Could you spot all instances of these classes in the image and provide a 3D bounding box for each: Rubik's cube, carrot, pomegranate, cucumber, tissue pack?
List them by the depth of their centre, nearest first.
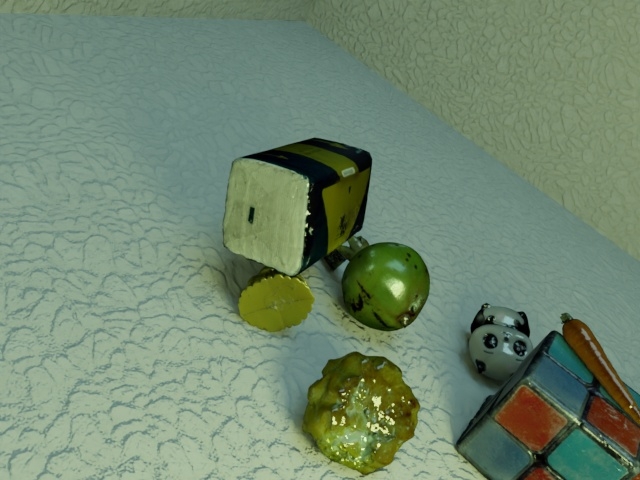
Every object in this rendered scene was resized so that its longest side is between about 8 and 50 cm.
[{"bbox_3d":[0.687,0.313,1.509,0.069,0.069,0.336,8,43,-32],"label":"carrot"},{"bbox_3d":[0.589,0.472,1.548,0.318,0.313,0.316,40,32,16],"label":"Rubik's cube"},{"bbox_3d":[-0.046,-0.110,1.633,0.253,0.264,0.416,18,23,20],"label":"tissue pack"},{"bbox_3d":[0.164,0.109,1.769,0.260,0.260,0.340,-7,42,-45],"label":"pomegranate"},{"bbox_3d":[0.002,0.001,1.969,0.067,0.067,0.245,-3,43,-42],"label":"cucumber"}]

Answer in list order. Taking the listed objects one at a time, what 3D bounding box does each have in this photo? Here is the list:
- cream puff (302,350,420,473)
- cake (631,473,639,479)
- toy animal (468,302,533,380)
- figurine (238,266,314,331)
[{"bbox_3d":[0.082,0.388,1.405,0.281,0.185,0.282,5,80,-30],"label":"cream puff"},{"bbox_3d":[0.882,0.617,1.579,0.269,0.320,0.270,37,31,8],"label":"cake"},{"bbox_3d":[0.548,0.317,1.872,0.187,0.165,0.235,11,29,11],"label":"toy animal"},{"bbox_3d":[-0.110,0.092,1.681,0.168,0.187,0.315,44,19,-19],"label":"figurine"}]
